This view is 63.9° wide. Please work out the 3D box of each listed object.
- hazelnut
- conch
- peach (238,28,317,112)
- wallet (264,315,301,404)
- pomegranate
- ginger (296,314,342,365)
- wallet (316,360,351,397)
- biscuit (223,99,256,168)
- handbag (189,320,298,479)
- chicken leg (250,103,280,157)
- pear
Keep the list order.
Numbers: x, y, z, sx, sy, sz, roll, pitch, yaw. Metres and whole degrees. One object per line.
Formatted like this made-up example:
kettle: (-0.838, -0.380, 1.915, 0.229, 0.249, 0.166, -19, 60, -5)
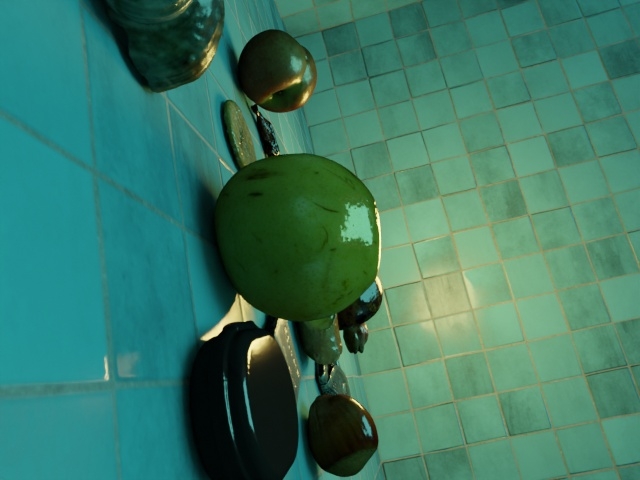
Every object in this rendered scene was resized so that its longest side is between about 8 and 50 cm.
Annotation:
hazelnut: (0.046, 0.513, 1.346, 0.210, 0.210, 0.186, 69, 33, -47)
conch: (-0.242, -0.368, 0.774, 0.277, 0.195, 0.220, 139, -29, -70)
peach: (-0.138, -0.534, 1.613, 0.252, 0.252, 0.252, -14, 90, -83)
wallet: (-0.087, 0.279, 1.233, 0.167, 0.036, 0.222, -83, 159, -72)
pomegranate: (0.097, 0.250, 1.850, 0.285, 0.285, 0.340, -65, 139, -80)
ginger: (-0.009, 0.258, 1.578, 0.221, 0.130, 0.275, 85, -4, -50)
wallet: (0.057, 0.525, 1.810, 0.237, 0.075, 0.342, -85, 161, -62)
biscuit: (-0.209, -0.268, 1.355, 0.220, 0.033, 0.220, -14, 90, -84)
handbag: (-0.114, 0.256, 0.815, 0.308, 0.093, 0.253, 40, 35, -79)
chicken leg: (-0.179, -0.356, 1.719, 0.089, 0.048, 0.219, -96, 171, -66)
pear: (-0.042, -0.009, 1.029, 0.348, 0.348, 0.348, -14, 90, -83)
